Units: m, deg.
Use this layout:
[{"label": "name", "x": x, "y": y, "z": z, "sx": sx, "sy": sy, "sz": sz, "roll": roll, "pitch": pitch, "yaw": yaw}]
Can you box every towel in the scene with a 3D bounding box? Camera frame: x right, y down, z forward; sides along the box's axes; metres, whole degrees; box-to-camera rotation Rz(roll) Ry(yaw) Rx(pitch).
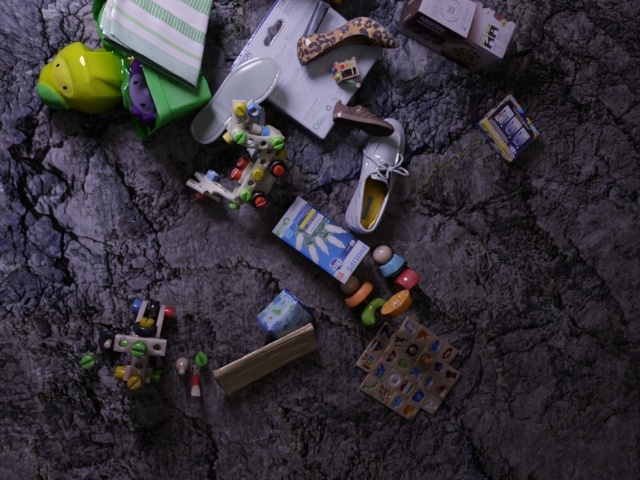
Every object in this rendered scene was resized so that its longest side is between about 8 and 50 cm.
[{"label": "towel", "x": -0.369, "y": -0.559, "z": 1.186, "sx": 0.248, "sy": 0.038, "sz": 0.324, "roll": 20, "pitch": 69, "yaw": -43}]

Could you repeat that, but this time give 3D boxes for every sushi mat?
[{"label": "sushi mat", "x": -0.156, "y": 0.354, "z": 1.484, "sx": 0.317, "sy": 0.019, "sz": 0.151, "roll": -25, "pitch": 144, "yaw": -11}]

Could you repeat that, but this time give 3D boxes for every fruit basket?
[{"label": "fruit basket", "x": -0.512, "y": -0.433, "z": 1.254, "sx": 0.392, "sy": 0.283, "sz": 0.391, "roll": 1, "pitch": 89, "yaw": -31}]

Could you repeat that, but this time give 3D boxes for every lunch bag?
[{"label": "lunch bag", "x": -0.096, "y": 0.236, "z": 1.497, "sx": 0.129, "sy": 0.096, "sz": 0.151, "roll": -45, "pitch": 133, "yaw": -7}]

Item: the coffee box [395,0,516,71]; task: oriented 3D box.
[{"label": "coffee box", "x": 0.401, "y": -0.643, "z": 1.507, "sx": 0.297, "sy": 0.168, "sz": 0.118, "roll": 22, "pitch": 89, "yaw": -16}]

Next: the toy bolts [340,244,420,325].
[{"label": "toy bolts", "x": 0.188, "y": 0.120, "z": 1.517, "sx": 0.158, "sy": 0.218, "sz": 0.228, "roll": 49, "pitch": 64, "yaw": -7}]

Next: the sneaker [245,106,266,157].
[{"label": "sneaker", "x": -0.200, "y": -0.287, "z": 1.442, "sx": 0.083, "sy": 0.071, "sz": 0.190, "roll": 2, "pitch": 92, "yaw": -2}]

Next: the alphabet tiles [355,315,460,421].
[{"label": "alphabet tiles", "x": 0.294, "y": 0.424, "z": 1.657, "sx": 0.343, "sy": 0.011, "sz": 0.285, "roll": 36, "pitch": 85, "yaw": -15}]

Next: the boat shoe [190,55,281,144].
[{"label": "boat shoe", "x": -0.231, "y": -0.383, "z": 1.374, "sx": 0.303, "sy": 0.091, "sz": 0.114, "roll": -37, "pitch": 98, "yaw": 6}]

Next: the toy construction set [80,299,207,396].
[{"label": "toy construction set", "x": -0.441, "y": 0.322, "z": 1.338, "sx": 0.309, "sy": 0.237, "sz": 0.257, "roll": 36, "pitch": 85, "yaw": -15}]

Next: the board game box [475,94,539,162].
[{"label": "board game box", "x": 0.616, "y": -0.366, "z": 1.650, "sx": 0.141, "sy": 0.048, "sz": 0.170, "roll": -43, "pitch": 104, "yaw": -5}]

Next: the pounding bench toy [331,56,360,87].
[{"label": "pounding bench toy", "x": 0.072, "y": -0.466, "z": 1.425, "sx": 0.065, "sy": 0.052, "sz": 0.083, "roll": -20, "pitch": 100, "yaw": -11}]

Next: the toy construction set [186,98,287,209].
[{"label": "toy construction set", "x": -0.214, "y": -0.205, "z": 1.338, "sx": 0.215, "sy": 0.151, "sz": 0.327, "roll": 22, "pitch": 125, "yaw": -32}]

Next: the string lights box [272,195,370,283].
[{"label": "string lights box", "x": 0.000, "y": 0.000, "z": 1.482, "sx": 0.260, "sy": 0.077, "sz": 0.133, "roll": 36, "pitch": 85, "yaw": -2}]

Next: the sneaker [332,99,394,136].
[{"label": "sneaker", "x": 0.129, "y": -0.356, "z": 1.445, "sx": 0.189, "sy": 0.066, "sz": 0.071, "roll": 12, "pitch": 71, "yaw": -16}]

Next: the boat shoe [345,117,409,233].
[{"label": "boat shoe", "x": 0.178, "y": -0.192, "z": 1.494, "sx": 0.136, "sy": 0.156, "sz": 0.367, "roll": 21, "pitch": 90, "yaw": -15}]

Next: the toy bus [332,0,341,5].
[{"label": "toy bus", "x": 0.021, "y": -0.817, "z": 1.417, "sx": 0.212, "sy": 0.149, "sz": 0.220, "roll": 24, "pitch": 87, "yaw": 1}]

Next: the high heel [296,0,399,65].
[{"label": "high heel", "x": 0.072, "y": -0.529, "z": 1.393, "sx": 0.261, "sy": 0.093, "sz": 0.186, "roll": 22, "pitch": 85, "yaw": 0}]

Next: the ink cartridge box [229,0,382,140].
[{"label": "ink cartridge box", "x": -0.039, "y": -0.516, "z": 1.455, "sx": 0.330, "sy": 0.071, "sz": 0.324, "roll": 34, "pitch": 87, "yaw": -13}]
